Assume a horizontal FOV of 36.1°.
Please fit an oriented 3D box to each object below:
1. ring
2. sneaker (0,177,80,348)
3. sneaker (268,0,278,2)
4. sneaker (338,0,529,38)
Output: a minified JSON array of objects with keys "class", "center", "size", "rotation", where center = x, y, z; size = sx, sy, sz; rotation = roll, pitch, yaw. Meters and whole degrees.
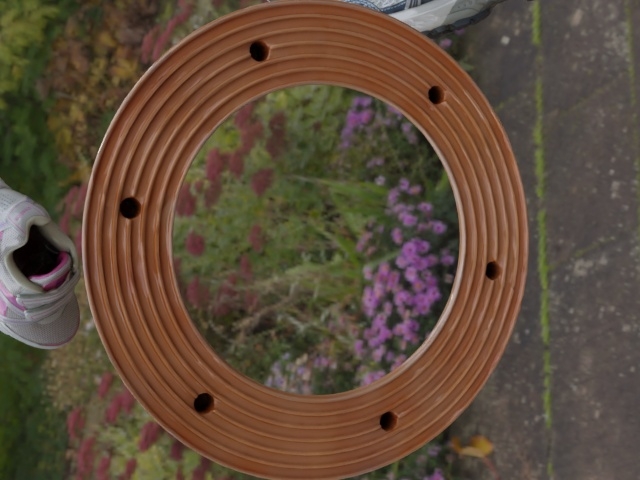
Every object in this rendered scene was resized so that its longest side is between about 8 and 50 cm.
[{"class":"ring","center":[0.000,0.000,0.693],"size":[0.032,0.337,0.336],"rotation":[-177,100,-68]},{"class":"sneaker","center":[-0.326,0.043,1.108],"size":[0.111,0.252,0.103],"rotation":[22,57,30]},{"class":"sneaker","center":[0.055,-0.403,1.465],"size":[0.178,0.296,0.123],"rotation":[64,-171,-83]},{"class":"sneaker","center":[0.112,-0.237,0.799],"size":[0.110,0.283,0.122],"rotation":[-41,-67,-74]}]
